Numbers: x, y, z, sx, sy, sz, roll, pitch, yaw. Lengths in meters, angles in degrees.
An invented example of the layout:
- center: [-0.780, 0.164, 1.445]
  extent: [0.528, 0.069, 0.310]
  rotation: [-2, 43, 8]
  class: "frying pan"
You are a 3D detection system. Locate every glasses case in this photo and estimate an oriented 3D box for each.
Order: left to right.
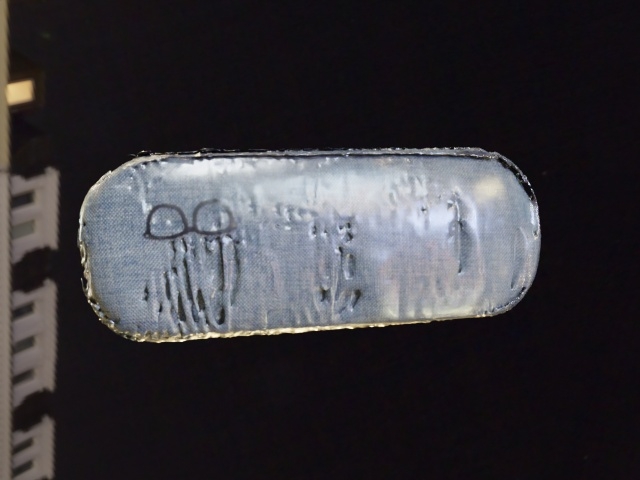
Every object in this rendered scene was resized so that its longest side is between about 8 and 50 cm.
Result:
- center: [0.000, 0.000, 0.577]
  extent: [0.067, 0.282, 0.109]
  rotation: [171, -83, -75]
  class: "glasses case"
